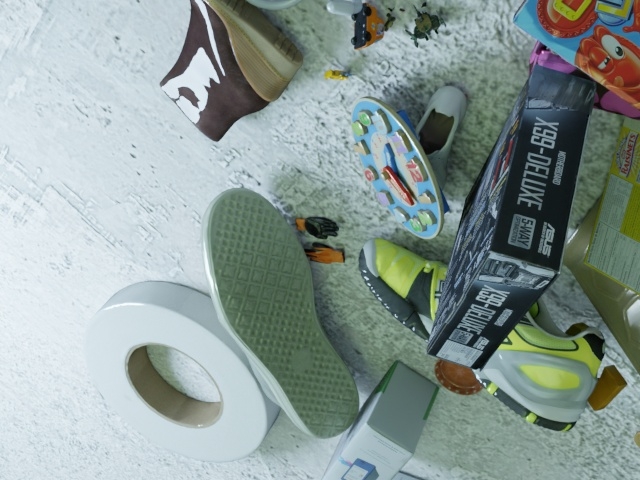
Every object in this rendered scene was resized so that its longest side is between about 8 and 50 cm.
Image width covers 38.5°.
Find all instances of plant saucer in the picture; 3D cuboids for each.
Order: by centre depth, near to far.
[{"bbox_3d":[0.221,0.210,1.447,0.083,0.013,0.083,14,128,19],"label":"plant saucer"}]

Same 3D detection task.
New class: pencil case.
[{"bbox_3d":[0.340,-0.182,1.031,0.209,0.095,0.098,13,163,15],"label":"pencil case"}]

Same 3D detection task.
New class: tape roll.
[{"bbox_3d":[-0.258,0.249,1.693,0.392,0.072,0.392,15,130,18],"label":"tape roll"}]

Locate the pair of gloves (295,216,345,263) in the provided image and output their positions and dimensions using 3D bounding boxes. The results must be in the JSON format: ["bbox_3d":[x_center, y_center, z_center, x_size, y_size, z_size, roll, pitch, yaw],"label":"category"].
[{"bbox_3d":[0.000,0.000,1.410,0.074,0.010,0.083,5,123,27],"label":"pair of gloves"}]

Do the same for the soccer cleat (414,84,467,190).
[{"bbox_3d":[0.141,-0.114,1.205,0.068,0.076,0.196,24,132,10],"label":"soccer cleat"}]

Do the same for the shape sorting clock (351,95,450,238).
[{"bbox_3d":[0.097,-0.093,1.202,0.206,0.040,0.206,50,158,28],"label":"shape sorting clock"}]

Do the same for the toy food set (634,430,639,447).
[{"bbox_3d":[0.514,0.300,1.354,0.082,0.020,0.083,33,132,2],"label":"toy food set"}]

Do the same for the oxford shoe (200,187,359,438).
[{"bbox_3d":[-0.076,0.121,1.460,0.130,0.169,0.449,27,145,62],"label":"oxford shoe"}]

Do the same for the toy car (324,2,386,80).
[{"bbox_3d":[0.046,-0.257,1.190,0.040,0.060,0.122,1,161,-27],"label":"toy car"}]

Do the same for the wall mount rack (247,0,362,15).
[{"bbox_3d":[-0.070,-0.393,1.021,0.304,0.130,0.350,9,133,-13],"label":"wall mount rack"}]

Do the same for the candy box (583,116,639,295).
[{"bbox_3d":[0.386,-0.042,1.098,0.105,0.027,0.206,41,130,49],"label":"candy box"}]

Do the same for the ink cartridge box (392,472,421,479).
[{"bbox_3d":[0.188,0.576,1.703,0.330,0.071,0.324,15,130,16],"label":"ink cartridge box"}]

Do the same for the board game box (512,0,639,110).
[{"bbox_3d":[0.400,-0.257,0.889,0.302,0.086,0.308,34,112,0],"label":"board game box"}]

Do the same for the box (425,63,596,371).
[{"bbox_3d":[0.213,-0.013,1.063,0.076,0.242,0.307,18,153,2],"label":"box"}]

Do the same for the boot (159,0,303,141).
[{"bbox_3d":[-0.165,-0.265,1.245,0.207,0.090,0.248,-32,109,38],"label":"boot"}]

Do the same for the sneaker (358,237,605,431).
[{"bbox_3d":[0.221,0.096,1.272,0.385,0.145,0.147,36,103,25],"label":"sneaker"}]

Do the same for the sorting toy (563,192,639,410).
[{"bbox_3d":[0.400,0.069,1.166,0.229,0.041,0.307,61,143,32],"label":"sorting toy"}]

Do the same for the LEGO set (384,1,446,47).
[{"bbox_3d":[0.120,-0.270,1.138,0.083,0.023,0.054,34,105,25],"label":"LEGO set"}]

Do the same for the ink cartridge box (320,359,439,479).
[{"bbox_3d":[0.093,0.325,1.506,0.093,0.154,0.212,32,131,1],"label":"ink cartridge box"}]
